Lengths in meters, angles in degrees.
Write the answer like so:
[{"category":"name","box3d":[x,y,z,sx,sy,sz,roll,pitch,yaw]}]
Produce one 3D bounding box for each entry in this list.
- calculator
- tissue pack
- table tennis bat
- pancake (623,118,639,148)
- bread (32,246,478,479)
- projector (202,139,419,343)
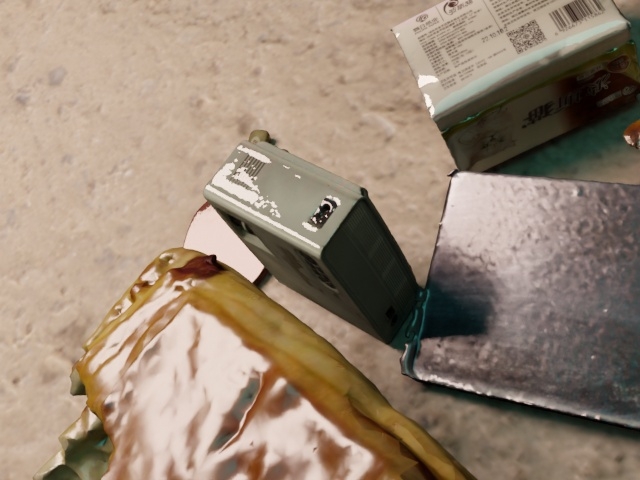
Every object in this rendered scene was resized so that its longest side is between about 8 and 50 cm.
[{"category":"calculator","box3d":[0.183,0.037,0.656,0.261,0.021,0.161,9,80,34]},{"category":"tissue pack","box3d":[0.145,-0.132,0.755,0.148,0.099,0.106,-25,54,9]},{"category":"table tennis bat","box3d":[-0.068,-0.022,0.842,0.087,0.013,0.157,1,65,26]},{"category":"pancake","box3d":[0.301,-0.017,0.648,0.257,0.056,0.212,-17,59,16]},{"category":"bread","box3d":[-0.051,0.207,0.606,0.370,0.191,0.314,29,83,46]},{"category":"projector","box3d":[0.000,0.000,0.716,0.115,0.147,0.061,26,74,32]}]
